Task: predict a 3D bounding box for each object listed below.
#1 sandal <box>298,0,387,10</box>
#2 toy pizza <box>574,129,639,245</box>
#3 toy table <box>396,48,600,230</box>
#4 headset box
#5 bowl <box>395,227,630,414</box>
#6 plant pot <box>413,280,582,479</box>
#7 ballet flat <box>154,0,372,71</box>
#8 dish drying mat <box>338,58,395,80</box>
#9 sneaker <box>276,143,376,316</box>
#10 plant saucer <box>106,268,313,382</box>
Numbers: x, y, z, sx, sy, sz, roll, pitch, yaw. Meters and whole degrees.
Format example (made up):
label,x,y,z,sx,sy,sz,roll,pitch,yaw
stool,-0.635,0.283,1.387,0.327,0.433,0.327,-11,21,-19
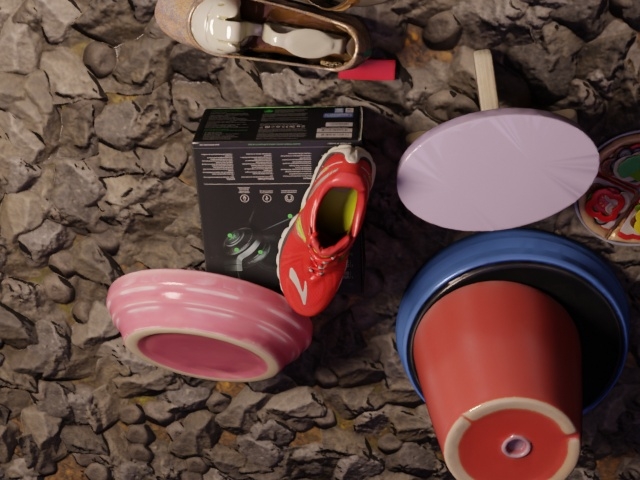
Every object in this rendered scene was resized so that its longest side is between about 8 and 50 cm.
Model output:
label,x,y,z,sx,sy,sz,roll,pitch,yaw
sandal,0.015,-0.352,1.296,0.219,0.060,0.090,1,137,-14
toy pizza,0.490,-0.074,1.456,0.201,0.032,0.201,2,120,4
toy table,0.246,-0.130,1.369,0.274,0.161,0.252,2,120,2
headset box,-0.054,-0.050,1.455,0.246,0.131,0.283,-1,120,5
bowl,0.320,0.166,1.584,0.391,0.077,0.391,2,121,3
plant pot,0.279,0.237,1.444,0.274,0.243,0.275,2,120,3
ballet flat,-0.082,-0.297,1.328,0.316,0.106,0.108,7,114,0
dish drying mat,0.068,-0.252,1.400,0.083,0.008,0.032,3,118,4
sneaker,0.000,0.000,1.336,0.107,0.118,0.279,13,120,-4
plant saucer,-0.180,0.148,1.512,0.332,0.084,0.332,7,154,3
